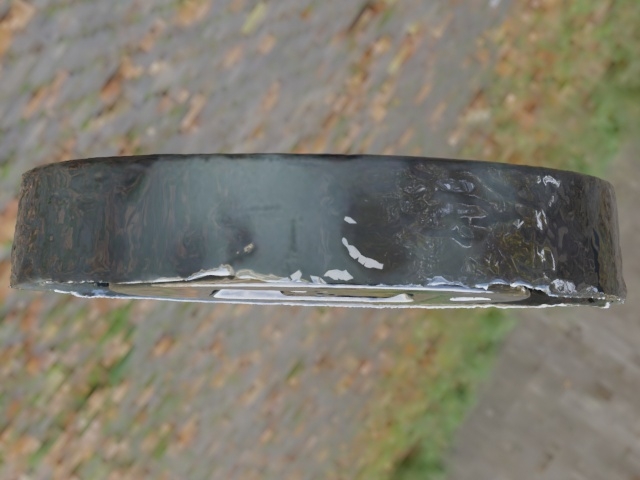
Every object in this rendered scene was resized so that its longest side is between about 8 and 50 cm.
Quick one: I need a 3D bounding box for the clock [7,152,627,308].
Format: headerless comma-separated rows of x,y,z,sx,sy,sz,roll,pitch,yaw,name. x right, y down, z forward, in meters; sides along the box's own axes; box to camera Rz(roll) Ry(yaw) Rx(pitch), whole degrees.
0.000,0.000,0.834,0.280,0.281,0.055,26,65,-81,clock
